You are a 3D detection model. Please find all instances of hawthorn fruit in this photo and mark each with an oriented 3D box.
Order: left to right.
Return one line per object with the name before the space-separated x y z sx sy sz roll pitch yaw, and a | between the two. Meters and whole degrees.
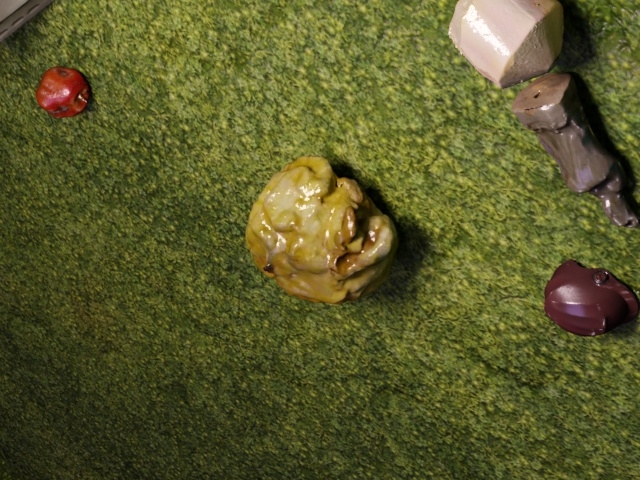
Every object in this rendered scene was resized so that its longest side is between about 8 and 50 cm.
hawthorn fruit | -0.426 -0.245 2.369 0.093 0.093 0.093 31 148 22

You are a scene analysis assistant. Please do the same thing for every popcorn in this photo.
popcorn | 0.000 0.000 2.048 0.233 0.192 0.266 53 154 -18

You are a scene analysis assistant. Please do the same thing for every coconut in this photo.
coconut | 0.212 -0.230 1.573 0.122 0.116 0.116 42 151 13

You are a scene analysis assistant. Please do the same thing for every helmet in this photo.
helmet | 0.345 0.086 1.857 0.123 0.070 0.098 25 145 31

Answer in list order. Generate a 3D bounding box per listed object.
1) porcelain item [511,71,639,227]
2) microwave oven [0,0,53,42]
porcelain item | 0.311 -0.095 1.683 0.081 0.069 0.215 -7 128 48
microwave oven | -0.606 -0.509 2.096 0.374 0.236 0.432 29 148 23
